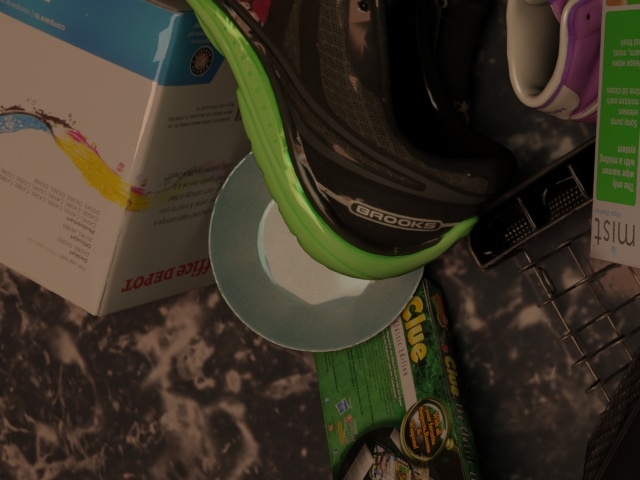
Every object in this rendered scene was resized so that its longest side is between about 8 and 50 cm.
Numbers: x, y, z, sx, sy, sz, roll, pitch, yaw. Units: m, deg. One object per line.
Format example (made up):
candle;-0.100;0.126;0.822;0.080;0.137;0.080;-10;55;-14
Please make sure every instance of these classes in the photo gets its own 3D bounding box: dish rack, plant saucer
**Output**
dish rack;0.263;0.050;1.152;0.208;0.074;0.271;-34;81;31
plant saucer;0.000;0.000;1.300;0.195;0.037;0.195;-1;86;13

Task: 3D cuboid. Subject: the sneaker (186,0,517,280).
sneaker;-0.004;-0.210;1.125;0.202;0.185;0.483;-25;100;29

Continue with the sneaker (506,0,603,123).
sneaker;0.226;-0.213;1.072;0.102;0.161;0.282;36;114;42

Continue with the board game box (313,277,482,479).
board game box;0.066;0.173;1.245;0.136;0.030;0.260;-32;52;33

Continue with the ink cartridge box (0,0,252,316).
ink cartridge box;-0.176;-0.105;1.313;0.197;0.198;0.270;26;110;24

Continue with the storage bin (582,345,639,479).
storage bin;0.276;0.146;1.095;0.122;0.084;0.180;21;125;2

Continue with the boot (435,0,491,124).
boot;0.036;-0.186;1.243;0.236;0.085;0.178;16;109;29

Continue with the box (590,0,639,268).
box;0.290;-0.084;0.935;0.262;0.127;0.231;-160;71;-69
